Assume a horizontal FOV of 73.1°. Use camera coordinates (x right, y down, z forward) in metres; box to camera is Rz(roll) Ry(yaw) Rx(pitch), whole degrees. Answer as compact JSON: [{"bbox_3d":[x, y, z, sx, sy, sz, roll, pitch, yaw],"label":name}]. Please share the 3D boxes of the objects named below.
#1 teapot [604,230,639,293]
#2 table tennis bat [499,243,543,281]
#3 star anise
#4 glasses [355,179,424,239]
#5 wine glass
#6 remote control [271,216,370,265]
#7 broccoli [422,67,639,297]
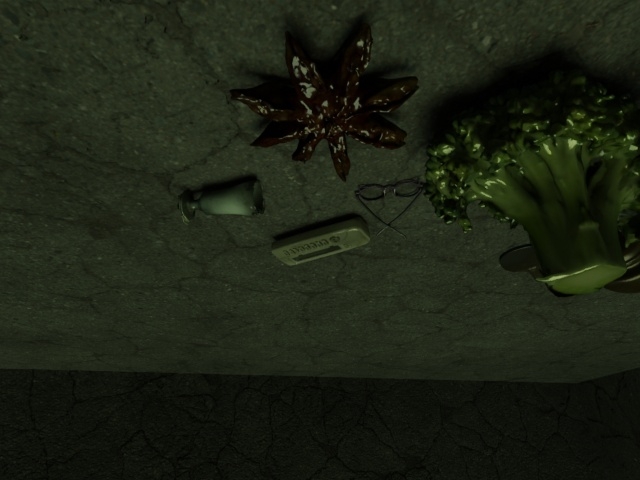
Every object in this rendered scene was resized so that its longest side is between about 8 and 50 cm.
[{"bbox_3d":[0.634,-0.006,0.910,0.175,0.185,0.268,24,105,-38],"label":"teapot"},{"bbox_3d":[0.579,0.065,1.196,0.131,0.022,0.234,-22,143,29],"label":"table tennis bat"},{"bbox_3d":[0.006,-0.183,0.634,0.287,0.088,0.288,-1,153,0],"label":"star anise"},{"bbox_3d":[0.138,-0.058,0.849,0.139,0.104,0.063,-3,153,9],"label":"glasses"},{"bbox_3d":[-0.190,-0.074,0.837,0.155,0.072,0.072,-6,151,9],"label":"wine glass"},{"bbox_3d":[0.000,0.001,1.002,0.230,0.049,0.090,-17,149,24],"label":"remote control"},{"bbox_3d":[0.365,-0.092,0.648,0.338,0.318,0.277,-15,156,-33],"label":"broccoli"}]
